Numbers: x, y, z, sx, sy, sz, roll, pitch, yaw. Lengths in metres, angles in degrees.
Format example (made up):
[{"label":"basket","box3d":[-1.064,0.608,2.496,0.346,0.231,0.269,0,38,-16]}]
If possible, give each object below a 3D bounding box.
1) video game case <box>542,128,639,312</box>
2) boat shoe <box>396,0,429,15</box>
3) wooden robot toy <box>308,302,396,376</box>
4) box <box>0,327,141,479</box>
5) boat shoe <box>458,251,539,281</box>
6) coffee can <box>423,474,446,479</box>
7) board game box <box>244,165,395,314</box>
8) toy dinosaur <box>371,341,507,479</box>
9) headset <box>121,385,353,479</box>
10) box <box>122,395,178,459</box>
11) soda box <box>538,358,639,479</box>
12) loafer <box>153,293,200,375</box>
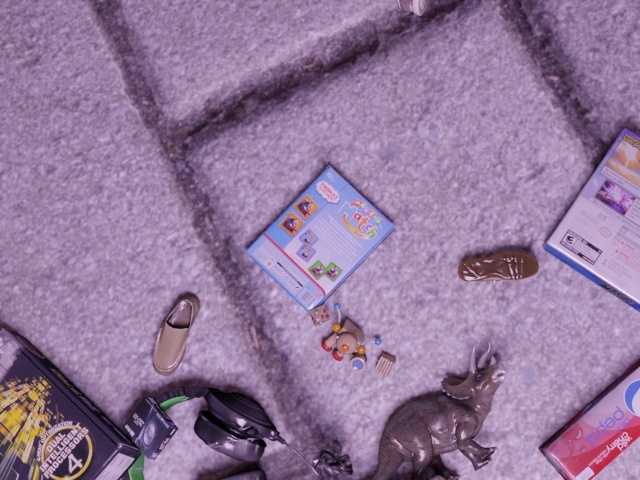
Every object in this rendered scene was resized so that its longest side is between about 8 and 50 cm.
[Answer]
[{"label":"video game case","box3d":[0.557,-0.015,1.642,0.269,0.061,0.244,35,84,9]},{"label":"boat shoe","box3d":[0.164,-0.554,1.752,0.097,0.116,0.324,6,75,10]},{"label":"wooden robot toy","box3d":[0.045,0.178,1.618,0.173,0.079,0.076,41,106,-4]},{"label":"box","box3d":[-0.535,0.392,1.592,0.318,0.097,0.395,38,83,25]},{"label":"boat shoe","box3d":[0.301,0.045,1.655,0.135,0.045,0.050,-2,89,6]},{"label":"coffee can","box3d":[0.080,0.489,1.472,0.275,0.201,0.201,-20,78,15]},{"label":"board game box","box3d":[0.000,0.000,1.688,0.160,0.039,0.211,44,86,10]},{"label":"toy dinosaur","box3d":[0.185,0.316,1.592,0.313,0.121,0.160,-31,67,3]},{"label":"headset","box3d":[-0.145,0.356,1.554,0.394,0.185,0.243,-2,79,15]},{"label":"box","box3d":[-0.277,0.304,1.584,0.083,0.018,0.067,41,96,34]},{"label":"soda box","box3d":[0.481,0.283,1.572,0.263,0.092,0.083,-40,78,-4]},{"label":"loafer","box3d":[-0.252,0.159,1.668,0.056,0.050,0.148,17,80,7]}]
